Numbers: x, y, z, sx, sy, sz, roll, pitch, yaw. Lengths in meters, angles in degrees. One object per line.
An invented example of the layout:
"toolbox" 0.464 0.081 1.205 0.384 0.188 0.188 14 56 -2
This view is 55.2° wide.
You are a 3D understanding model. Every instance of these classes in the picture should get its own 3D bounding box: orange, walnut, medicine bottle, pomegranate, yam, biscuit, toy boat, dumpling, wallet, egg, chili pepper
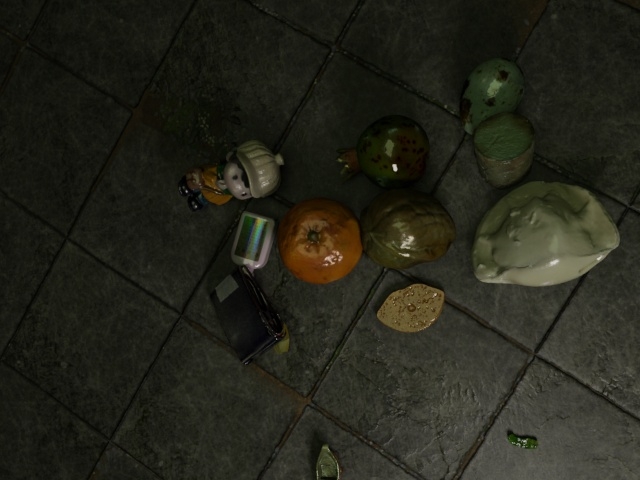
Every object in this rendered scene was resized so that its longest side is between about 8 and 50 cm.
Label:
"orange" 0.000 0.000 1.818 0.260 0.261 0.261 0 89 12
"walnut" 0.246 -0.037 1.759 0.282 0.283 0.228 29 124 11
"medicine bottle" -0.218 0.023 1.940 0.115 0.078 0.219 17 92 10
"pomegranate" 0.175 -0.250 1.786 0.285 0.231 0.231 -6 88 12
"yam" 0.508 -0.247 1.690 0.167 0.304 0.168 -3 80 17
"biscuit" 0.278 0.207 1.857 0.220 0.029 0.142 -25 83 10
"toy boat" 0.023 0.709 1.879 0.089 0.071 0.185 -3 88 12
"dumpling" 0.611 -0.022 1.734 0.394 0.233 0.316 -24 52 24
"wallet" -0.232 0.232 1.905 0.221 0.071 0.262 -42 76 44
"egg" 0.486 -0.410 1.756 0.169 0.169 0.231 29 107 11
"toy boat" -0.147 0.274 1.930 0.065 0.066 0.172 -18 80 -33
"chili pepper" 0.591 0.588 1.786 0.091 0.034 0.030 12 58 13

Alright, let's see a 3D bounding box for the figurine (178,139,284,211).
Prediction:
"figurine" -0.276 -0.205 1.924 0.332 0.205 0.185 -4 132 33
